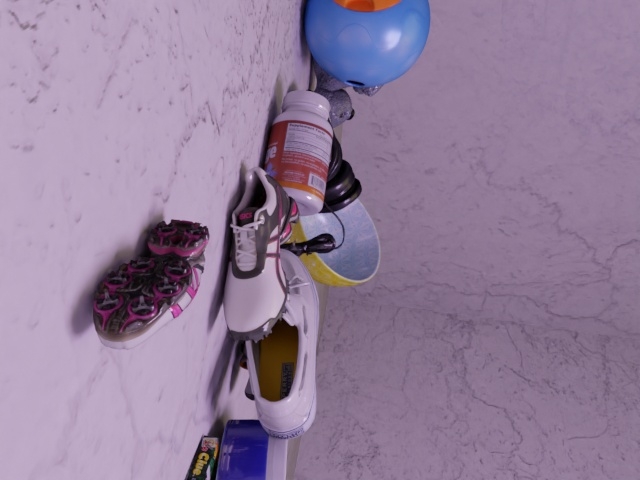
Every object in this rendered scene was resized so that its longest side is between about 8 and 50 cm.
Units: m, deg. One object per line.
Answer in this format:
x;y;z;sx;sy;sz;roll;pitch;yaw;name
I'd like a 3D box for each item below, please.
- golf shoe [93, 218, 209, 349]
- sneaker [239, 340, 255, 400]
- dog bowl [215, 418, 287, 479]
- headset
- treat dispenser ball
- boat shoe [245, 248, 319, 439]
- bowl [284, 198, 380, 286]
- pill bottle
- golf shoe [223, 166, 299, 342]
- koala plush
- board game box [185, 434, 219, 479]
-0.141;0.050;0.509;0.186;0.067;0.086;-73;171;-66;golf shoe
-0.106;0.182;1.087;0.271;0.108;0.100;-100;172;-48;sneaker
-0.111;0.431;0.936;0.265;0.104;0.265;-177;-90;-88;dog bowl
-0.024;-0.140;1.241;0.243;0.185;0.394;52;25;-53;headset
0.106;-0.499;1.304;0.288;0.288;0.288;7;90;-85;treat dispenser ball
-0.078;0.127;0.952;0.156;0.135;0.367;78;7;-47;boat shoe
0.000;0.000;1.426;0.156;0.289;0.289;-32;-148;37;bowl
-0.041;-0.163;1.068;0.121;0.121;0.216;82;15;-73;pill bottle
-0.106;0.018;0.862;0.120;0.105;0.273;62;28;-51;golf shoe
0.035;-0.398;1.545;0.221;0.203;0.196;-62;-167;13;koala plush
-0.184;0.440;0.871;0.136;0.030;0.260;-79;175;-59;board game box
